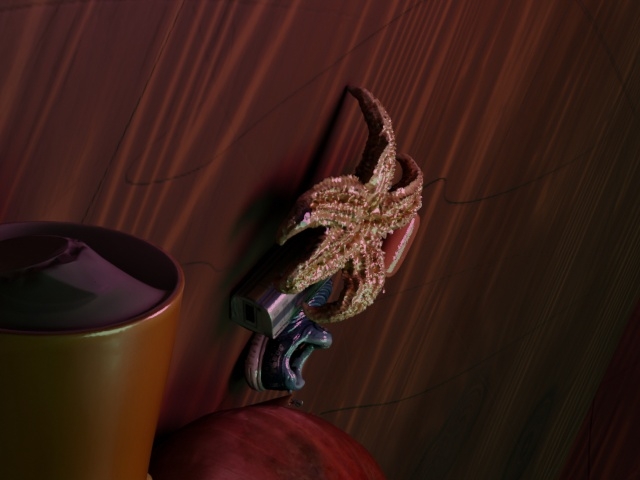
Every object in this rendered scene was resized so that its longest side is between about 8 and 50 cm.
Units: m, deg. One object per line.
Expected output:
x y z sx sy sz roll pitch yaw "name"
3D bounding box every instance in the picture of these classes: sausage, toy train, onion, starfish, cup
0.086 0.003 1.941 0.083 0.034 0.034 -62 160 -7 "sausage"
0.000 0.000 1.710 0.252 0.055 0.048 -47 145 -38 "toy train"
-0.057 0.313 1.637 0.353 0.354 0.353 -50 156 -33 "onion"
0.036 -0.034 1.653 0.238 0.071 0.216 -28 125 -55 "starfish"
-0.208 0.119 1.146 0.226 0.182 0.263 -4 114 -20 "cup"

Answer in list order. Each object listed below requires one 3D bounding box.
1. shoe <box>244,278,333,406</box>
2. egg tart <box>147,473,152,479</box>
-0.022 0.095 1.739 0.143 0.071 0.064 -63 161 -15 "shoe"
-0.222 0.240 1.361 0.315 0.120 0.315 -51 156 -33 "egg tart"
